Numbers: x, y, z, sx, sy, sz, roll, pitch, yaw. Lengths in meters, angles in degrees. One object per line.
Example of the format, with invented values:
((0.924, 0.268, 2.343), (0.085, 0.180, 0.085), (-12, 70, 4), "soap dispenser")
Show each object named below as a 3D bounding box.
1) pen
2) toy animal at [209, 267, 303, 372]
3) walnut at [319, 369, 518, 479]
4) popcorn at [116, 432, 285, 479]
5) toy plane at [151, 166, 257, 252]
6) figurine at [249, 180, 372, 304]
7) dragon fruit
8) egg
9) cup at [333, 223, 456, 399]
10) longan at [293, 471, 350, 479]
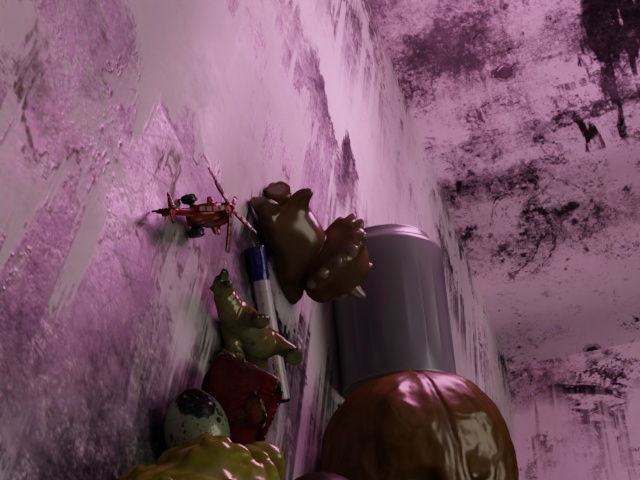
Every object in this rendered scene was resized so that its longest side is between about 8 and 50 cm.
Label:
((-0.088, 0.140, 1.780), (0.033, 0.033, 0.269), (20, 59, -70), "pen")
((-0.109, 0.139, 1.639), (0.218, 0.103, 0.101), (52, 10, -50), "toy animal")
((0.176, 0.425, 1.856), (0.308, 0.354, 0.397), (157, -76, -82), "walnut")
((-0.131, 0.335, 1.158), (0.235, 0.242, 0.250), (45, 16, -11), "popcorn")
((-0.179, -0.032, 1.560), (0.126, 0.077, 0.194), (69, 26, -12), "toy plane")
((0.002, 0.002, 1.935), (0.177, 0.173, 0.247), (-50, 124, -69), "figurine")
((-0.124, 0.240, 1.441), (0.120, 0.127, 0.161), (74, 34, -68), "dragon fruit")
((-0.160, 0.242, 1.371), (0.085, 0.085, 0.110), (46, 31, -59), "egg")
((0.141, 0.171, 2.206), (0.323, 0.237, 0.326), (107, -20, -61), "cup")
((0.010, 0.448, 1.587), (0.212, 0.198, 0.198), (-117, -171, -75), "longan")
